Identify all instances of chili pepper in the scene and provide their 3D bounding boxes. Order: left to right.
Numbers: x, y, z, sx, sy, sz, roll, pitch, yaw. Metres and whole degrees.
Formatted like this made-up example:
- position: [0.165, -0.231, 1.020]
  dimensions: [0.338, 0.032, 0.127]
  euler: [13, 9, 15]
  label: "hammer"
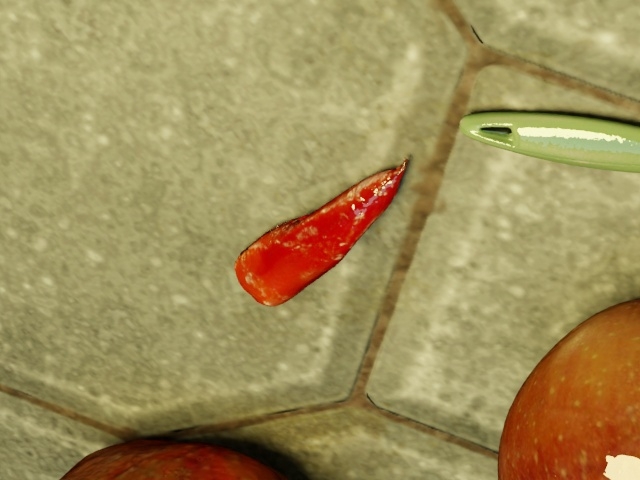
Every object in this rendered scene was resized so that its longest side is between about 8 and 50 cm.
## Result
- position: [0.000, 0.000, 0.986]
  dimensions: [0.045, 0.027, 0.178]
  euler: [39, 135, -16]
  label: "chili pepper"

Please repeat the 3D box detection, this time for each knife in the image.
- position: [0.214, -0.044, 0.847]
  dimensions: [0.293, 0.020, 0.043]
  euler: [10, 136, 15]
  label: "knife"

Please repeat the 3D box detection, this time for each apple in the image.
- position: [0.201, 0.124, 0.931]
  dimensions: [0.201, 0.162, 0.201]
  euler: [18, 150, 11]
  label: "apple"

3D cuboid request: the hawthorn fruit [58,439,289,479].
- position: [-0.092, 0.237, 1.149]
  dimensions: [0.260, 0.224, 0.224]
  euler: [-24, 122, 26]
  label: "hawthorn fruit"
